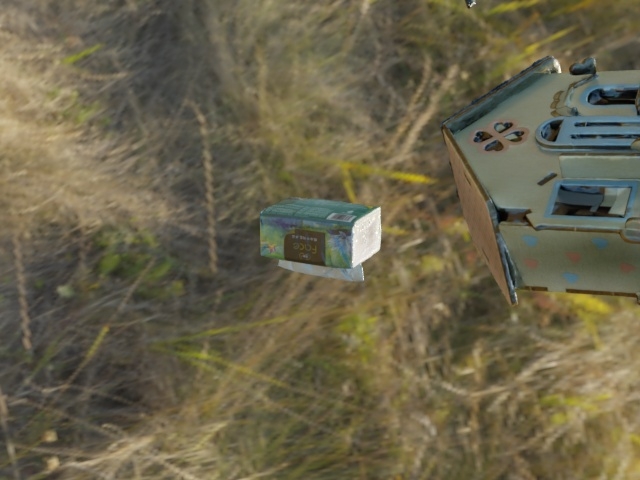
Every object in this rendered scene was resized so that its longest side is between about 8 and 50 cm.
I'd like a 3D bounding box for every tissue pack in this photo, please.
[{"bbox_3d":[0.001,0.001,1.479,0.085,0.111,0.079,-32,126,-62],"label":"tissue pack"}]

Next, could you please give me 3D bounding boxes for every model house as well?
[{"bbox_3d":[0.246,-0.084,1.352,0.326,0.244,0.169,-63,142,-43],"label":"model house"}]

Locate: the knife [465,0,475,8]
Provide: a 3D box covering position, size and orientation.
[{"bbox_3d":[0.149,-0.350,1.577,0.045,0.021,0.222,45,30,-59],"label":"knife"}]
